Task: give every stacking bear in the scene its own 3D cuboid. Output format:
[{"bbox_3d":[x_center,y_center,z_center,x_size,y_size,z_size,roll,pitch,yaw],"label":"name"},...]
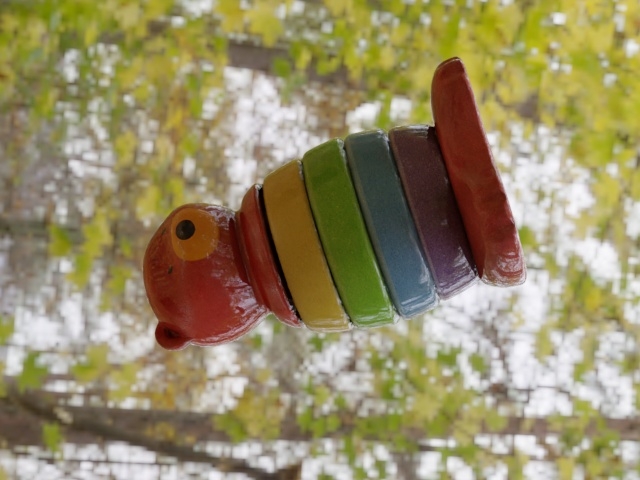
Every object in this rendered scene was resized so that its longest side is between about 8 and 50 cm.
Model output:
[{"bbox_3d":[0.000,0.000,1.097,0.164,0.289,0.175,65,10,-58],"label":"stacking bear"}]
